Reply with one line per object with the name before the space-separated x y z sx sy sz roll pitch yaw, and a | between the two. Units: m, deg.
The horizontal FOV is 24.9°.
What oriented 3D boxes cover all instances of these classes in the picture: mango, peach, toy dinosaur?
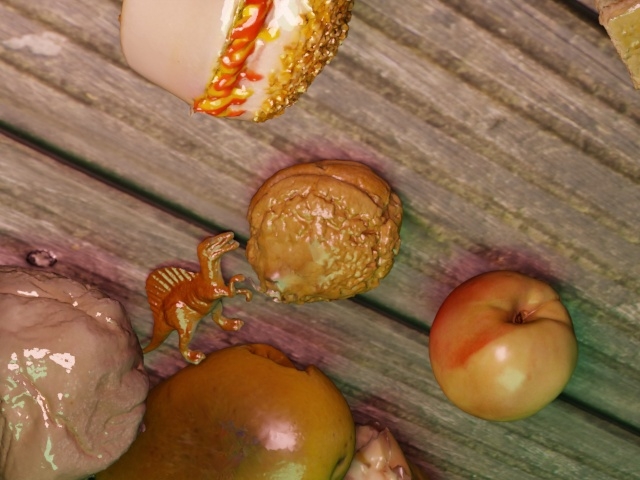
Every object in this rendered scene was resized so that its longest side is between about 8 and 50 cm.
mango | -0.129 0.266 1.812 0.364 0.253 0.182 -13 172 22
peach | 0.214 0.128 1.726 0.184 0.184 0.184 -3 139 -2
toy dinosaur | -0.166 0.077 1.726 0.212 0.057 0.142 -22 124 17

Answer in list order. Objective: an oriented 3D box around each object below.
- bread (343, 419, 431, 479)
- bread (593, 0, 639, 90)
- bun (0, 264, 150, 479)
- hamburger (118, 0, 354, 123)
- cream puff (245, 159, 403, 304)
bread | 0.061 0.476 1.967 0.361 0.250 0.394 -45 137 -2
bread | 0.364 -0.235 1.382 0.196 0.102 0.138 -26 137 18
bun | -0.309 0.162 1.685 0.204 0.281 0.282 -15 145 -28
hamburger | -0.051 -0.233 1.212 0.179 0.294 0.276 19 123 -3
cream puff | 0.000 0.000 1.597 0.189 0.129 0.189 -2 135 -2
